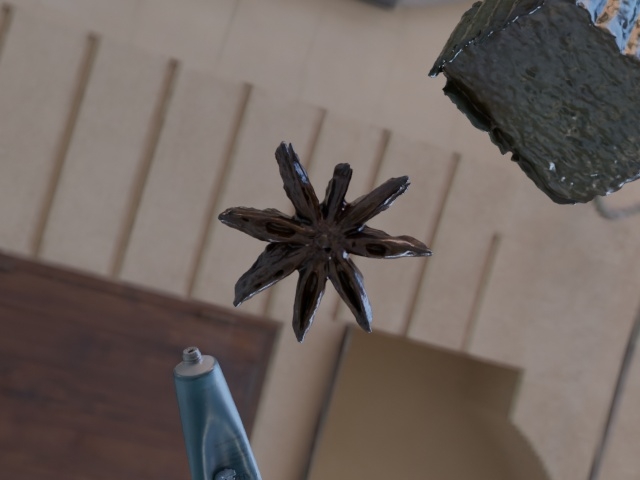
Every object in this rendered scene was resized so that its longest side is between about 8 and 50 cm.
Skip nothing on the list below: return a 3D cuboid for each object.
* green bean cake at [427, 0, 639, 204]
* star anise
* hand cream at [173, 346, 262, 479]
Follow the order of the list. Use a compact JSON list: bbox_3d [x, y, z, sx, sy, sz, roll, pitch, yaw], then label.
[{"bbox_3d":[0.205,-0.133,1.256,0.173,0.181,0.094,-30,-155,51],"label":"green bean cake"},{"bbox_3d":[-0.001,0.001,1.031,0.042,0.141,0.141,-102,-146,-76],"label":"star anise"},{"bbox_3d":[-0.118,0.217,1.732,0.048,0.083,0.224,31,-40,57],"label":"hand cream"}]
